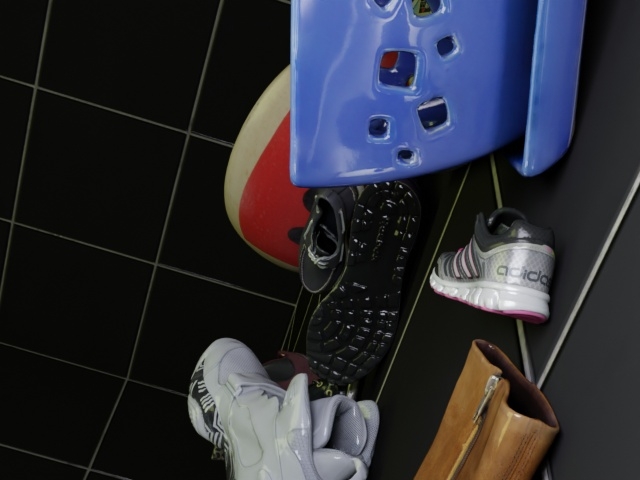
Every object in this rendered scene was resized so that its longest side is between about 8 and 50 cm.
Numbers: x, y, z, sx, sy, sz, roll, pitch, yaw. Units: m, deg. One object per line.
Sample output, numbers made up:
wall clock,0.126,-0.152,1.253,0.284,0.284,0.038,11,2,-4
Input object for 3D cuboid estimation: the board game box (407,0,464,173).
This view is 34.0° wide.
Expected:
board game box,0.139,-0.180,1.099,0.305,0.053,0.193,148,119,-85

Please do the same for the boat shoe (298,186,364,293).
boat shoe,0.000,0.000,1.367,0.065,0.075,0.206,-44,-21,-45

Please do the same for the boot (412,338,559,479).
boot,0.057,0.199,0.732,0.264,0.096,0.281,-100,28,-83

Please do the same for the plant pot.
plant pot,0.085,-0.171,0.816,0.236,0.212,0.236,-82,-5,-75

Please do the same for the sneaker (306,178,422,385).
sneaker,0.072,0.053,1.364,0.124,0.107,0.283,-31,-37,-73

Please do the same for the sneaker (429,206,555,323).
sneaker,0.128,0.014,0.759,0.170,0.063,0.075,-164,91,-82

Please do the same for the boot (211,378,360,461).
boot,-0.043,0.225,1.480,0.085,0.178,0.237,115,170,-77

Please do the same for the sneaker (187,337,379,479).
sneaker,-0.043,0.217,1.285,0.210,0.137,0.366,-48,35,23

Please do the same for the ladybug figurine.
ladybug figurine,0.024,-0.101,1.481,0.162,0.305,0.449,58,153,29

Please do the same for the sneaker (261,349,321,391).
sneaker,-0.060,0.290,1.578,0.106,0.162,0.281,111,174,-54
